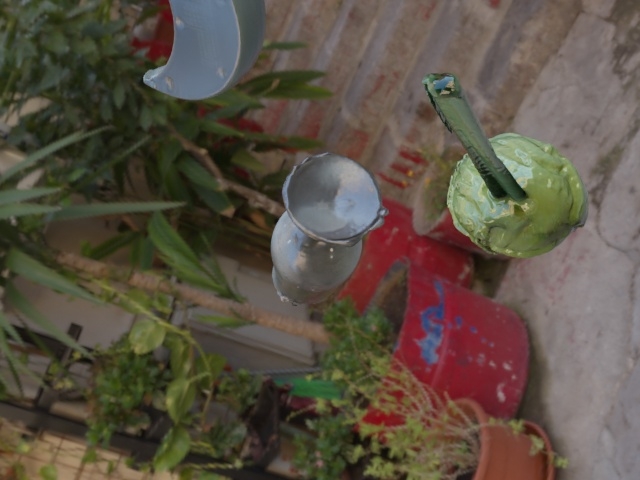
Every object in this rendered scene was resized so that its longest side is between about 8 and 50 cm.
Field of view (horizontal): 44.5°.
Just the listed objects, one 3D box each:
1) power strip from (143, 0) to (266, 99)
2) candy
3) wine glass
[{"bbox_3d":[-0.135,-0.256,0.810,0.054,0.168,0.253,-52,-26,-39],"label":"power strip"},{"bbox_3d":[0.101,-0.041,0.450,0.092,0.093,0.335,-33,-15,13],"label":"candy"},{"bbox_3d":[0.000,0.000,0.830,0.222,0.103,0.103,110,177,-66],"label":"wine glass"}]
